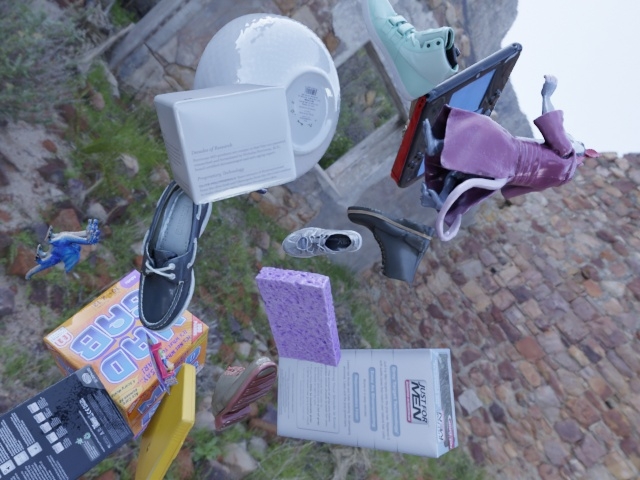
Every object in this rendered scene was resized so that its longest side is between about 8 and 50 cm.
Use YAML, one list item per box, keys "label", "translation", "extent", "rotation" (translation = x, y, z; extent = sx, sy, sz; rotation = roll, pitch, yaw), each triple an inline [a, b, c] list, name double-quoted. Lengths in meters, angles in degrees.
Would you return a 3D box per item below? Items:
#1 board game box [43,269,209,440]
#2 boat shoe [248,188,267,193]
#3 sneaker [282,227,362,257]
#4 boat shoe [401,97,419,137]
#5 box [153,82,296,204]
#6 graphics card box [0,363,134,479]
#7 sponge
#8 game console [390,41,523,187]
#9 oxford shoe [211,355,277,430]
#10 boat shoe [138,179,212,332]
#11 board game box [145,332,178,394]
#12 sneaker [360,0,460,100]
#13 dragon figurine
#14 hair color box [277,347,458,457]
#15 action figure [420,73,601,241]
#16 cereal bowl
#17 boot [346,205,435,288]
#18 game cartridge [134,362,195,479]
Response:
- label: "board game box"
  translation: [-0.662, 0.406, 1.495]
  extent: [0.356, 0.357, 0.356]
  rotation: [34, 49, 10]
- label: "boat shoe"
  translation: [-0.281, -0.244, 1.241]
  extent: [0.158, 0.127, 0.340]
  rotation: [8, -15, 29]
- label: "sneaker"
  translation: [0.000, 0.000, 1.454]
  extent: [0.115, 0.280, 0.105]
  rotation: [12, 71, -81]
- label: "boat shoe"
  translation: [0.364, -0.390, 1.545]
  extent: [0.122, 0.110, 0.341]
  rotation: [48, -16, 41]
- label: "box"
  translation: [-0.091, -0.098, 0.398]
  extent: [0.101, 0.101, 0.087]
  rotation: [35, -42, 55]
- label: "graphics card box"
  translation: [-0.679, 0.500, 1.003]
  extent: [0.370, 0.094, 0.233]
  rotation: [-33, 85, -42]
- label: "sponge"
  translation: [-0.032, 0.136, 0.715]
  extent: [0.031, 0.117, 0.210]
  rotation: [-63, 153, -46]
- label: "game console"
  translation: [0.366, -0.329, 1.155]
  extent: [0.060, 0.386, 0.342]
  rotation: [48, -24, 19]
- label: "oxford shoe"
  translation: [-0.230, 0.395, 1.143]
  extent: [0.122, 0.348, 0.130]
  rotation: [-3, 51, -43]
- label: "boat shoe"
  translation: [-0.291, 0.024, 0.801]
  extent: [0.091, 0.114, 0.303]
  rotation: [88, 10, -79]
- label: "board game box"
  translation: [-0.388, 0.298, 1.040]
  extent: [0.133, 0.033, 0.169]
  rotation: [59, -21, 33]
- label: "sneaker"
  translation: [0.196, -0.442, 0.881]
  extent: [0.094, 0.151, 0.256]
  rotation: [-45, 109, -40]
- label: "dragon figurine"
  translation: [-0.836, 0.046, 1.367]
  extent: [0.144, 0.289, 0.085]
  rotation: [30, 8, -36]
- label: "hair color box"
  translation: [0.083, 0.326, 0.891]
  extent: [0.113, 0.374, 0.186]
  rotation: [19, 66, -51]
- label: "action figure"
  translation: [0.397, -0.167, 0.849]
  extent: [0.276, 0.369, 0.248]
  rotation: [-91, -178, -47]
- label: "cereal bowl"
  translation: [-0.074, -0.265, 0.843]
  extent: [0.141, 0.339, 0.339]
  rotation: [26, -9, 37]
- label: "boot"
  translation: [0.132, 0.010, 0.915]
  extent: [0.197, 0.137, 0.076]
  rotation: [19, 1, 28]
- label: "game cartridge"
  translation: [-0.466, 0.573, 1.271]
  extent: [0.052, 0.324, 0.285]
  rotation: [28, 10, -23]
